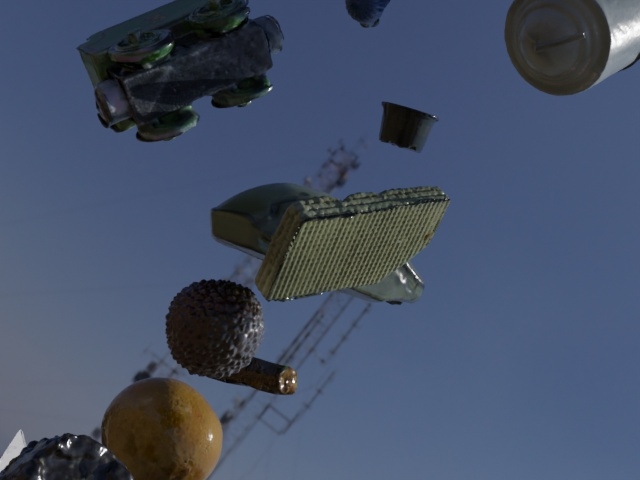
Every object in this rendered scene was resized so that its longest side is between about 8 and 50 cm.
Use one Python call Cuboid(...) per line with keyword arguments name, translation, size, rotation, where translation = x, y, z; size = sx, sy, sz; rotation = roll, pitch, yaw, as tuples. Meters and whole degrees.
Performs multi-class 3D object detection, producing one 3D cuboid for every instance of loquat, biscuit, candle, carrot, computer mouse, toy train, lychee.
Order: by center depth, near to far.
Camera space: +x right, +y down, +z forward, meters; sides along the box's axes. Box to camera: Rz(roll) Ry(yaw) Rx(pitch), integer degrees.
Cuboid(name="biscuit", translation=(0.044, -0.001, 1.345), size=(0.052, 0.252, 0.150), rotation=(55, -43, 33))
Cuboid(name="toy train", translation=(-0.224, -0.280, 1.608), size=(0.249, 0.307, 0.173), rotation=(34, -33, 55))
Cuboid(name="lychee", translation=(-0.174, 0.141, 1.645), size=(0.197, 0.165, 0.165), rotation=(-25, -61, 37))
Cuboid(name="computer mouse", translation=(0.003, -0.002, 1.748), size=(0.429, 0.145, 0.228), rotation=(25, -10, -36))
Cuboid(name="candle", translation=(0.460, -0.383, 1.843), size=(0.221, 0.342, 0.221), rotation=(24, -53, 35))
Cuboid(name="carrot", translation=(-0.140, 0.232, 1.864), size=(0.229, 0.069, 0.069), rotation=(9, -34, 38))
Cuboid(name="loquat", translation=(-0.338, 0.415, 2.181), size=(0.263, 0.263, 0.263), rotation=(34, -19, 14))

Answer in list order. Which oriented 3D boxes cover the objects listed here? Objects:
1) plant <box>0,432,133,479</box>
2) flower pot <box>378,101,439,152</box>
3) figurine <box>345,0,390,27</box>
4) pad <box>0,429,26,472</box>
Cuboid(name="plant", translation=(-0.374, 0.374, 1.442), size=(0.178, 0.204, 0.234), rotation=(42, -44, -7))
Cuboid(name="flower pot", translation=(0.222, -0.291, 2.695), size=(0.157, 0.107, 0.157), rotation=(15, 4, -1))
Cuboid(name="figurine", translation=(0.075, -0.403, 1.771), size=(0.136, 0.079, 0.077), rotation=(162, -81, -81))
Cuboid(name="pad", translation=(-0.578, 0.474, 1.870), size=(0.004, 0.232, 0.156), rotation=(5, -56, 12))
